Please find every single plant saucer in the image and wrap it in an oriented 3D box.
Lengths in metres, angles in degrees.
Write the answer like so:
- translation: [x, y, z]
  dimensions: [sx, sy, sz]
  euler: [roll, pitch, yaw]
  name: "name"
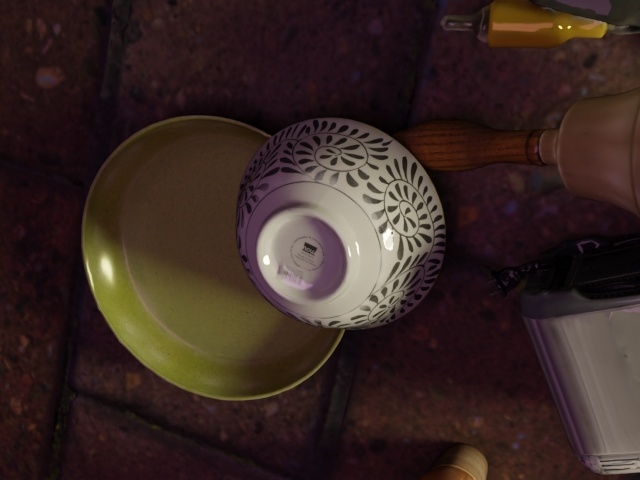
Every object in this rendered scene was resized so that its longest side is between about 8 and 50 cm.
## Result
- translation: [-0.080, 0.013, 1.050]
  dimensions: [0.240, 0.037, 0.241]
  euler: [7, 109, 20]
  name: "plant saucer"

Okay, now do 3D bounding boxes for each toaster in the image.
- translation: [0.238, 0.071, 0.897]
  dimensions: [0.227, 0.129, 0.146]
  euler: [-13, 104, 22]
  name: "toaster"

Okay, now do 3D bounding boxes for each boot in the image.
- translation: [0.059, 0.260, 1.013]
  dimensions: [0.073, 0.152, 0.197]
  euler: [28, 115, 10]
  name: "boot"

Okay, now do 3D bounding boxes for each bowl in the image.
- translation: [0.000, 0.000, 0.948]
  dimensions: [0.170, 0.080, 0.170]
  euler: [7, 109, 20]
  name: "bowl"

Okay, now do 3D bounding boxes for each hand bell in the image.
- translation: [0.147, -0.067, 0.897]
  dimensions: [0.242, 0.126, 0.126]
  euler: [7, 111, 42]
  name: "hand bell"

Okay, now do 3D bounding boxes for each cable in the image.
- translation: [0.231, -0.168, 0.874]
  dimensions: [0.287, 0.072, 0.140]
  euler: [18, 105, 1]
  name: "cable"
